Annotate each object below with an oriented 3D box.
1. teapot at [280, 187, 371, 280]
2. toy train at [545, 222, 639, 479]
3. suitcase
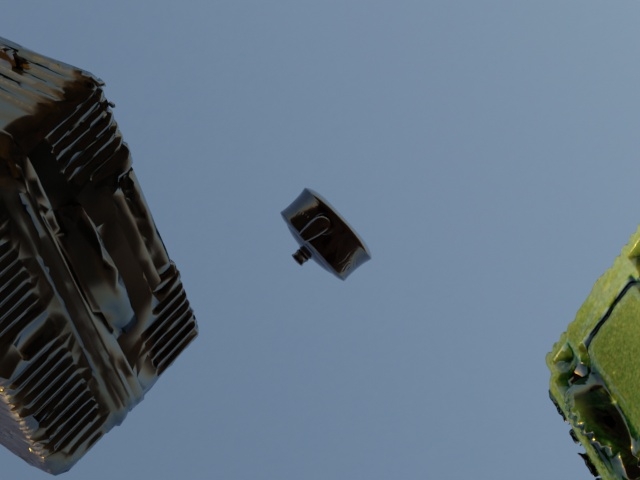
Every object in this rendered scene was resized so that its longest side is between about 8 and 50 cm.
[{"bbox_3d":[0.000,0.000,0.979,0.045,0.100,0.068,-41,-102,-1],"label":"teapot"},{"bbox_3d":[0.261,0.136,0.775,0.178,0.138,0.330,13,-148,-28],"label":"toy train"},{"bbox_3d":[-0.253,-0.022,0.865,0.152,0.335,0.230,-44,-40,-25],"label":"suitcase"}]
